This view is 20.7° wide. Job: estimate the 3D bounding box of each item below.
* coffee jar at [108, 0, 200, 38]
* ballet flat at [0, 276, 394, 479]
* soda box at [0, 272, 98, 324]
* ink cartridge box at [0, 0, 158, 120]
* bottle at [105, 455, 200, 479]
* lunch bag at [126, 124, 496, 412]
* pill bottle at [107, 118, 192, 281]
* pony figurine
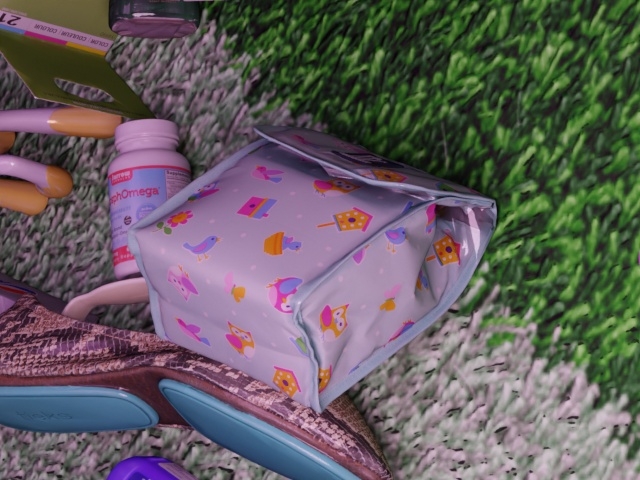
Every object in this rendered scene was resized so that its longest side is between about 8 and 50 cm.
[{"bbox_3d":[-0.175,-0.308,1.835,0.079,0.096,0.184,142,126,-73],"label":"coffee jar"},{"bbox_3d":[-0.129,0.117,1.688,0.483,0.164,0.182,7,62,30],"label":"ballet flat"},{"bbox_3d":[-0.382,0.084,1.964,0.286,0.098,0.091,20,97,40],"label":"soda box"},{"bbox_3d":[-0.269,-0.246,1.851,0.097,0.189,0.255,-53,55,20],"label":"ink cartridge box"},{"bbox_3d":[-0.104,0.312,1.692,0.283,0.092,0.118,27,102,40],"label":"bottle"},{"bbox_3d":[0.000,0.000,1.560,0.223,0.262,0.160,22,139,40],"label":"lunch bag"},{"bbox_3d":[-0.174,-0.040,1.805,0.087,0.087,0.160,-16,74,39],"label":"pill bottle"},{"bbox_3d":[-0.451,-0.108,1.872,0.351,0.363,0.302,-5,81,41],"label":"pony figurine"}]
